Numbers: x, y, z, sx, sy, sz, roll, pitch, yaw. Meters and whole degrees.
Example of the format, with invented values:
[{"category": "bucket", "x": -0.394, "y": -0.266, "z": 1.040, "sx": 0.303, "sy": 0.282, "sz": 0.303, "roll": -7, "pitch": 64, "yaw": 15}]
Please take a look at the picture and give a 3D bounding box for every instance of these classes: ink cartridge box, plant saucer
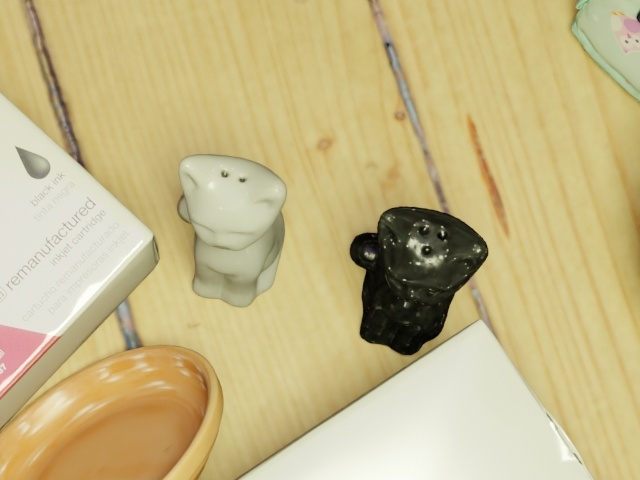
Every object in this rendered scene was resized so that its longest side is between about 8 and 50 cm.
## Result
[{"category": "ink cartridge box", "x": -0.284, "y": -0.015, "z": 1.038, "sx": 0.283, "sy": 0.117, "sz": 0.207, "roll": 42, "pitch": 79, "yaw": 4}, {"category": "plant saucer", "x": -0.149, "y": 0.150, "z": 0.996, "sx": 0.200, "sy": 0.200, "sz": 0.037, "roll": -35, "pitch": 119, "yaw": -10}]

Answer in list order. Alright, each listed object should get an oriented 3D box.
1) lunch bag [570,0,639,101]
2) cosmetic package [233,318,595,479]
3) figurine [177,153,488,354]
[{"category": "lunch bag", "x": 0.329, "y": -0.172, "z": 1.059, "sx": 0.262, "sy": 0.223, "sz": 0.160, "roll": 10, "pitch": 73, "yaw": -4}, {"category": "cosmetic package", "x": 0.004, "y": 0.234, "z": 0.992, "sx": 0.365, "sy": 0.155, "sz": 0.197, "roll": -31, "pitch": 83, "yaw": -10}, {"category": "figurine", "x": 0.000, "y": 0.000, "z": 1.009, "sx": 0.215, "sy": 0.209, "sz": 0.092, "roll": 15, "pitch": 78, "yaw": -1}]
